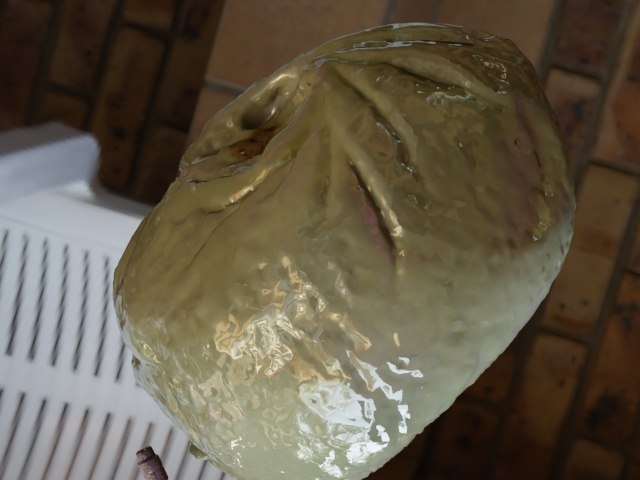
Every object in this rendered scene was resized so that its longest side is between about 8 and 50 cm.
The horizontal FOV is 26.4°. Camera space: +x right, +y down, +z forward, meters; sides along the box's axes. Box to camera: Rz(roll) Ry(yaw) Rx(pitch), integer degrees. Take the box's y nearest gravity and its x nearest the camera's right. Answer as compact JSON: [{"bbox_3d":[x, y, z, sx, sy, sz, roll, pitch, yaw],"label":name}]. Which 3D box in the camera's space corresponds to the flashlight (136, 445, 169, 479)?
[{"bbox_3d":[-0.166,0.270,1.448,0.052,0.110,0.031,-25,-179,-19],"label":"flashlight"}]

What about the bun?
[{"bbox_3d":[0.000,0.000,0.643,0.244,0.153,0.244,-43,-171,9],"label":"bun"}]
